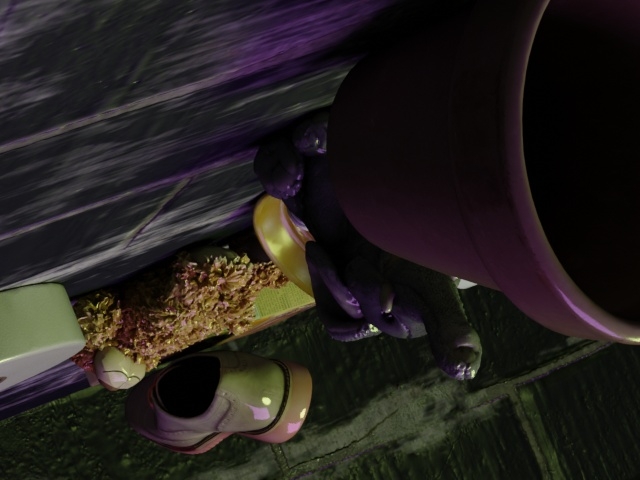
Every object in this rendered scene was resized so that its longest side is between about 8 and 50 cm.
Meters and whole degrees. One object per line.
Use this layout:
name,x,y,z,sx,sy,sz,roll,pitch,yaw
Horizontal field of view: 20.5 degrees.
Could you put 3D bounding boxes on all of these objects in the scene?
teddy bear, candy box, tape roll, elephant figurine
teddy bear,-0.175,0.088,2.068,0.338,0.113,0.245,-24,172,20
candy box,-0.155,0.098,2.384,0.316,0.088,0.183,-17,173,-47
tape roll,-0.432,0.146,1.813,0.392,0.072,0.392,-22,175,-2
elephant figurine,0.050,0.012,1.451,0.169,0.239,0.186,-25,174,29

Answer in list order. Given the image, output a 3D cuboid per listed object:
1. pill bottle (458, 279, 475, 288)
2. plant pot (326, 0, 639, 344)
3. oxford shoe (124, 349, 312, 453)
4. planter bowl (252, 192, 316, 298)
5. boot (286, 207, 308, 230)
pill bottle,0.254,-0.078,1.688,0.334,0.188,0.188,-23,175,24
plant pot,0.129,-0.063,1.168,0.263,0.263,0.229,-18,-169,-42
oxford shoe,-0.173,0.198,2.362,0.146,0.140,0.397,20,159,-31
planter bowl,0.047,-0.010,1.796,0.090,0.217,0.217,-57,-167,-28
boot,0.050,-0.074,1.617,0.190,0.069,0.086,-30,168,2
